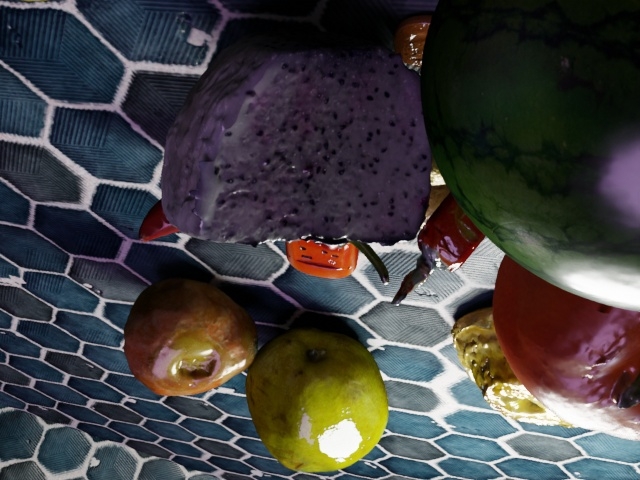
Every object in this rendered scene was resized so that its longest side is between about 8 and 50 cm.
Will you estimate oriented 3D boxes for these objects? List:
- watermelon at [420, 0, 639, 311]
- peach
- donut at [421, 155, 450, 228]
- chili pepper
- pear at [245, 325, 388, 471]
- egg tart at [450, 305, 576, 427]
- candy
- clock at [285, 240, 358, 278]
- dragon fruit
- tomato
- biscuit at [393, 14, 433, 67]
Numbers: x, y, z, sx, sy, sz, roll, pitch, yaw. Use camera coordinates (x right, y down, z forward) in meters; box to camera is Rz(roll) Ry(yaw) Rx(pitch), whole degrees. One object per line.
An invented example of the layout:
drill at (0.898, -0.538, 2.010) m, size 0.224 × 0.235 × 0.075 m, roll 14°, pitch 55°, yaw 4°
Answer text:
watermelon at (0.248, -0.111, 0.577) m, size 0.363 × 0.363 × 0.363 m, roll 12°, pitch 150°, yaw 7°
peach at (-0.224, 0.168, 1.422) m, size 0.235 × 0.214 × 0.214 m, roll 6°, pitch 149°, yaw 3°
donut at (0.152, -0.073, 0.966) m, size 0.166 × 0.073 × 0.184 m, roll 30°, pitch 149°, yaw -29°
chili pepper at (-0.074, -0.038, 1.079) m, size 0.368 × 0.137 × 0.092 m, roll 9°, pitch -168°, yaw 22°
pear at (-0.007, 0.296, 1.493) m, size 0.269 × 0.269 × 0.321 m, roll 7°, pitch 136°, yaw 14°
egg tart at (0.371, 0.219, 1.300) m, size 0.341 × 0.129 × 0.341 m, roll 11°, pitch 151°, yaw 6°
candy at (0.170, -0.041, 0.853) m, size 0.059 × 0.292 × 0.086 m, roll 41°, pitch -170°, yaw 13°
clock at (0.000, 0.000, 1.170) m, size 0.113 × 0.061 × 0.155 m, roll 11°, pitch 152°, yaw 7°
dragon fruit at (-0.033, -0.117, 0.859) m, size 0.283 × 0.221 × 0.204 m, roll -3°, pitch -157°, yaw -28°
tomato at (0.357, 0.048, 0.883) m, size 0.341 × 0.273 × 0.341 m, roll -4°, pitch 128°, yaw -5°
biscuit at (0.120, -0.200, 0.821) m, size 0.091 × 0.015 × 0.078 m, roll 10°, pitch 151°, yaw 10°
